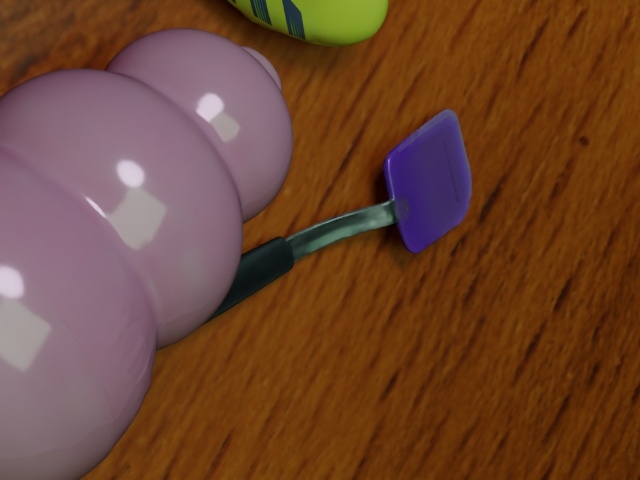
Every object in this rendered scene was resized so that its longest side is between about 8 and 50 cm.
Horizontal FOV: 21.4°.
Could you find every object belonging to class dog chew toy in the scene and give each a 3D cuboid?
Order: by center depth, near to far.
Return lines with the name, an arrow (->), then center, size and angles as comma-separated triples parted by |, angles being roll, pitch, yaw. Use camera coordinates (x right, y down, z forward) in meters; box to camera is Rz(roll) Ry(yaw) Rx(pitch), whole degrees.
dog chew toy -> -0.140, -0.003, 0.982 | 0.332, 0.207, 0.206 | -45, 118, -29

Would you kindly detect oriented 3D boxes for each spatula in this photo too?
spatula -> 0.000, 0.000, 1.168 | 0.296, 0.030, 0.084 | -28, 113, -28

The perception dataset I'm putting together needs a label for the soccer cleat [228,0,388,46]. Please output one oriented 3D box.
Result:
soccer cleat -> -0.047, -0.220, 1.053 | 0.289, 0.121, 0.093 | 45, 72, -30
